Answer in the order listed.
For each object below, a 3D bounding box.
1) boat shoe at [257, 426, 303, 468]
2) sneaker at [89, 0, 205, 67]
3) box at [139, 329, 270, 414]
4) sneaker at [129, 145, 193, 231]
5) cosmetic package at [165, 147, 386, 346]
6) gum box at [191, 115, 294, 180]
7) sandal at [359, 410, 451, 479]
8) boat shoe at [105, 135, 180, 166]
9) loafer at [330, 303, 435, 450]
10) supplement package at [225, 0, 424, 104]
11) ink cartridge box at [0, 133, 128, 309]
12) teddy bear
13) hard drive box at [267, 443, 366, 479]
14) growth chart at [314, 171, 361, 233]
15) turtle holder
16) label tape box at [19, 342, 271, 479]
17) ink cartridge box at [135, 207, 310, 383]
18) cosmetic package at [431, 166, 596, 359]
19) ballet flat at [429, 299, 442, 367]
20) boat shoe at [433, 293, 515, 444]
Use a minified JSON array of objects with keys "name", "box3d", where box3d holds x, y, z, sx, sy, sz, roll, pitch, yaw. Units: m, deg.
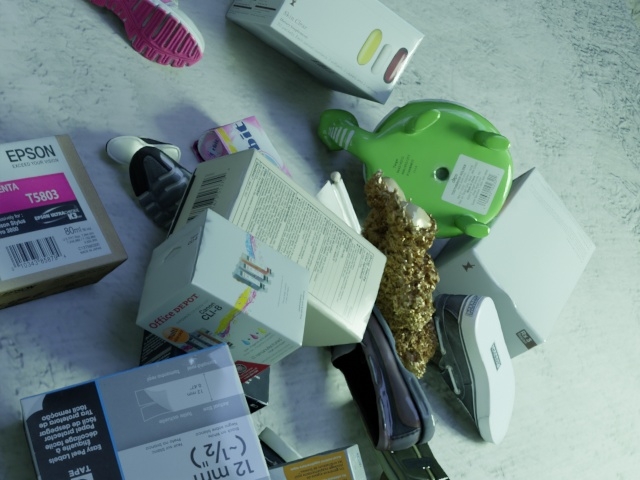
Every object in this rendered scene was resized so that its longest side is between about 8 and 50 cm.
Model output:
[{"name":"boat shoe","box3d":[0.007,0.408,1.541,0.113,0.127,0.340,-43,102,-13]},{"name":"sneaker","box3d":[-0.274,-0.382,1.815,0.252,0.103,0.111,44,40,-17]},{"name":"box","box3d":[-0.153,0.146,1.564,0.156,0.093,0.158,29,46,-31]},{"name":"sneaker","box3d":[-0.185,-0.064,1.706,0.228,0.086,0.132,54,31,-19]},{"name":"cosmetic package","box3d":[-0.058,0.018,1.638,0.296,0.129,0.153,40,56,-34]},{"name":"gum box","box3d":[-0.110,-0.102,1.820,0.107,0.062,0.188,-28,85,-53]},{"name":"sandal","box3d":[0.132,0.373,1.728,0.120,0.086,0.302,12,40,-36]},{"name":"boat shoe","box3d":[-0.265,-0.133,1.693,0.125,0.038,0.046,-1,106,-42]},{"name":"loafer","box3d":[0.064,0.183,1.746,0.095,0.109,0.302,-15,57,-26]},{"name":"supplement package","box3d":[0.007,-0.373,2.003,0.262,0.145,0.204,30,-1,-30]},{"name":"ink cartridge box","box3d":[-0.383,-0.022,1.441,0.235,0.088,0.193,-18,78,-51]},{"name":"teddy bear","box3d":[0.111,0.057,1.809,0.113,0.338,0.245,-18,51,-18]},{"name":"hard drive box","box3d":[-0.014,0.388,1.426,0.089,0.181,0.232,30,43,-79]},{"name":"growth chart","box3d":[0.000,0.000,1.844,0.237,0.021,0.172,-45,128,-48]},{"name":"turtle holder","box3d":[0.169,-0.130,2.040,0.227,0.320,0.243,-107,-173,-73]},{"name":"label tape box","box3d":[-0.176,0.318,1.310,0.249,0.115,0.347,-14,70,-18]},{"name":"ink cartridge box","box3d":[-0.123,0.072,1.470,0.176,0.128,0.127,33,43,-25]},{"name":"cosmetic package","box3d":[0.353,0.047,2.149,0.217,0.156,0.385,53,38,-4]},{"name":"ballet flat","box3d":[0.177,0.119,1.977,0.250,0.058,0.084,55,38,-1]},{"name":"boat shoe","box3d":[0.249,0.213,1.920,0.108,0.102,0.301,-52,136,-38]}]
